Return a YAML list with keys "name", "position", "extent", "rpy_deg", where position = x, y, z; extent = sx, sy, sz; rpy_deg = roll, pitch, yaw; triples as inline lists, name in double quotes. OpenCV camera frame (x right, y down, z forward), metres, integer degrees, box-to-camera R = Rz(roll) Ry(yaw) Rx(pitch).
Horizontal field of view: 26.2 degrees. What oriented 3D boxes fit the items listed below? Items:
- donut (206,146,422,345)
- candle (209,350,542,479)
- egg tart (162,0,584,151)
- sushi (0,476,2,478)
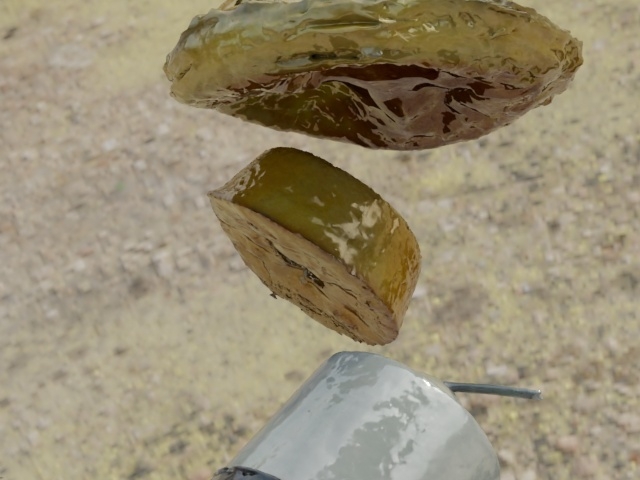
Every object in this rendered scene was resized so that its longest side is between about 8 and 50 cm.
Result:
- name: "donut"
  position: [0.000, 0.001, 1.560]
  extent: [0.278, 0.277, 0.108]
  rpy_deg: [19, 67, 41]
- name: "candle"
  position: [0.029, 0.236, 1.264]
  extent: [0.221, 0.221, 0.342]
  rpy_deg: [14, 45, 37]
- name: "egg tart"
  position: [0.057, -0.218, 1.459]
  extent: [0.443, 0.443, 0.178]
  rpy_deg: [-3, 80, 20]
- name: "sushi"
  position: [-0.292, 0.137, 0.941]
  extent: [0.126, 0.120, 0.026]
  rpy_deg: [0, 67, 4]
